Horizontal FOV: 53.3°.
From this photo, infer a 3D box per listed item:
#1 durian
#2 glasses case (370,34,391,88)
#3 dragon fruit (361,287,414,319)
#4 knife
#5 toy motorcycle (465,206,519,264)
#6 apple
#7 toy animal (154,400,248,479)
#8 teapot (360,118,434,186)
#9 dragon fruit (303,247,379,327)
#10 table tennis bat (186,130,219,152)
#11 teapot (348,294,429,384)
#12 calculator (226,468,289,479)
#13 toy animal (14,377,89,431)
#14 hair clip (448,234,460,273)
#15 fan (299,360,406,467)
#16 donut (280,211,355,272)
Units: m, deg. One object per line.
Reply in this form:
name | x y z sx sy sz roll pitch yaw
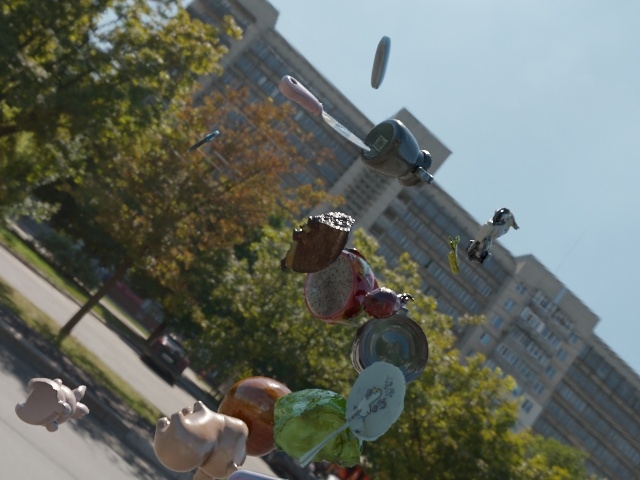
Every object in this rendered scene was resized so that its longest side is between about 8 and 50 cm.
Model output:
durian | -0.019 0.556 1.958 0.256 0.204 0.340 2 10 -8
glasses case | 0.199 -0.586 2.105 0.045 0.067 0.178 19 -51 12
dragon fruit | 0.208 0.178 1.871 0.094 0.190 0.094 17 -70 55
knife | 0.023 -0.344 1.786 0.336 0.043 0.081 33 28 -22
toy motorcycle | 0.570 -0.020 2.113 0.150 0.221 0.102 -2 40 -47
apple | -0.237 0.624 2.318 0.301 0.301 0.301 39 -15 12
toy animal | -0.371 0.650 2.032 0.237 0.326 0.269 -25 -100 34
teapot | 0.355 -0.340 2.604 0.285 0.223 0.305 31 -16 -35
dragon fruit | 0.083 0.169 2.295 0.189 0.290 0.290 20 5 -44
table tennis bat | -0.316 -0.272 1.738 0.019 0.100 0.155 57 10 -12
teapot | 0.214 0.333 2.154 0.233 0.315 0.312 20 -15 -7
calculator | -0.085 0.537 1.246 0.246 0.141 0.045 15 -13 1
toy animal | -0.639 0.400 1.534 0.124 0.124 0.212 38 -15 13
hair clip | 0.535 0.065 2.550 0.046 0.072 0.173 -4 -53 9
fan | 0.094 0.490 1.776 0.012 0.414 0.233 9 -60 51
donut | 0.000 0.010 1.662 0.144 0.126 0.186 28 -60 14
